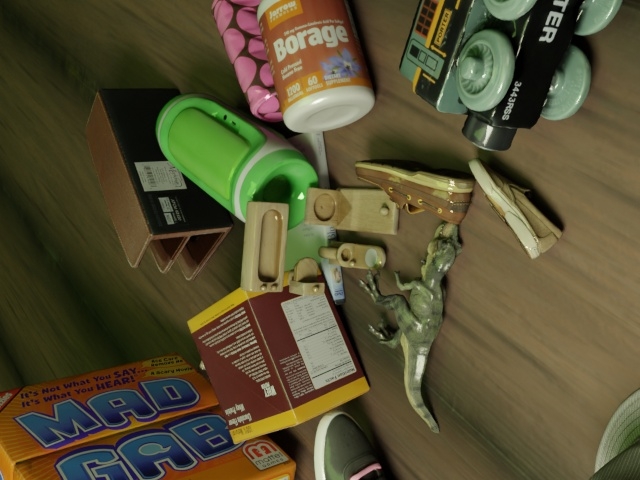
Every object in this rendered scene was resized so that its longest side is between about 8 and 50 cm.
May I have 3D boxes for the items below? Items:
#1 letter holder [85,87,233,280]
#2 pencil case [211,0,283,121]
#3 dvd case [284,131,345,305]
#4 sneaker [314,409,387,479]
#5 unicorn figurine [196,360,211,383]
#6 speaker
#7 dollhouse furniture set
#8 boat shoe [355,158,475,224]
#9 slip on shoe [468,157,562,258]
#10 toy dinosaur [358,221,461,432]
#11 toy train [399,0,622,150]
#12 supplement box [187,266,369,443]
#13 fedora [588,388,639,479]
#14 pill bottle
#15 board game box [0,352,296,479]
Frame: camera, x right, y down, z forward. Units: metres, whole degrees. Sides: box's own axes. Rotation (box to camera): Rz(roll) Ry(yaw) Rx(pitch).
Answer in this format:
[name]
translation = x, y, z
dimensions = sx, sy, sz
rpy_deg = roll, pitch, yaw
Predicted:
[letter holder]
translation = -0.308, -0.087, 1.445
dimensions = 0.214, 0.152, 0.301
rpy_deg = -50, 57, 47
[pencil case]
translation = -0.082, -0.271, 1.166
dimensions = 0.095, 0.098, 0.209
rpy_deg = 53, -168, -69
[dvd case]
translation = -0.041, -0.026, 1.202
dimensions = 0.180, 0.022, 0.252
rpy_deg = -9, 88, 53
[sneaker]
translation = 0.092, 0.352, 1.025
dimensions = 0.147, 0.105, 0.295
rpy_deg = -23, 82, 50
[unicorn figurine]
translation = -0.198, 0.269, 1.425
dimensions = 0.162, 0.060, 0.111
rpy_deg = -33, 73, 47
[speaker]
translation = -0.129, -0.121, 1.184
dimensions = 0.296, 0.131, 0.131
rpy_deg = 37, 124, 45
[dollhouse furniture set]
translation = 0.000, 0.000, 1.030
dimensions = 0.123, 0.151, 0.144
rpy_deg = 6, 93, 52
[boat shoe]
translation = 0.105, -0.062, 0.968
dimensions = 0.178, 0.064, 0.060
rpy_deg = 20, 111, 47
[slip on shoe]
translation = 0.205, -0.042, 0.861
dimensions = 0.041, 0.051, 0.135
rpy_deg = -33, 52, 7
[toy dinosaur]
translation = 0.107, 0.099, 0.997
dimensions = 0.118, 0.064, 0.268
rpy_deg = 22, 116, 43
[toy train]
translation = 0.188, -0.259, 0.777
dimensions = 0.190, 0.142, 0.333
rpy_deg = 51, 133, 49
[supplement box]
translation = -0.065, 0.162, 1.151
dimensions = 0.191, 0.129, 0.194
rpy_deg = -33, 77, 52
[fedora]
translation = 0.316, 0.259, 0.687
dimensions = 0.275, 0.124, 0.243
rpy_deg = 42, 127, 41
[pill bottle]
translation = -0.013, -0.258, 1.046
dimensions = 0.121, 0.121, 0.216
rpy_deg = -28, 73, 51
[board game box]
translation = -0.306, 0.441, 1.258
dimensions = 0.356, 0.356, 0.356
rpy_deg = 31, 119, 43
